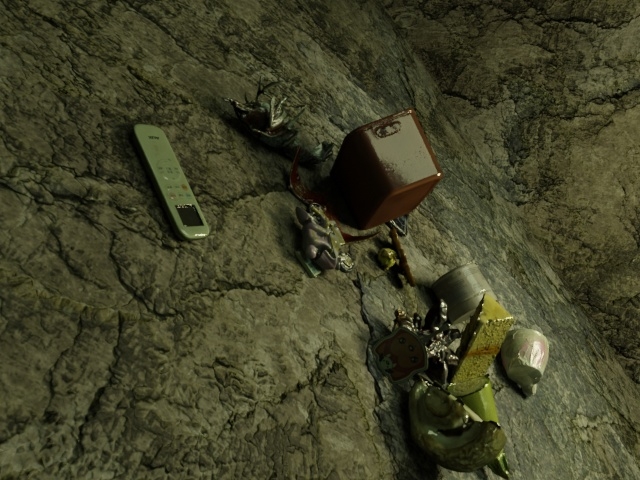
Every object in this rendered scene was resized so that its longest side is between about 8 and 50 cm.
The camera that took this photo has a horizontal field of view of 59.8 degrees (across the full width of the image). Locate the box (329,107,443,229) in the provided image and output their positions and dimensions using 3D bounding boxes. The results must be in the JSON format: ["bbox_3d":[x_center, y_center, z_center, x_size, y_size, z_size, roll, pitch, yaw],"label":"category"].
[{"bbox_3d":[0.200,-0.207,1.739,0.239,0.339,0.229,-21,76,-15],"label":"box"}]

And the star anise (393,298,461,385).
[{"bbox_3d":[0.311,0.294,1.550,0.283,0.129,0.212,47,51,-35],"label":"star anise"}]

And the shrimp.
[{"bbox_3d":[-0.114,-0.343,1.680,0.410,0.166,0.221,42,-4,-42],"label":"shrimp"}]

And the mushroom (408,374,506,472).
[{"bbox_3d":[0.322,0.477,1.406,0.267,0.164,0.189,31,-10,34],"label":"mushroom"}]

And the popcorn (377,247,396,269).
[{"bbox_3d":[0.218,0.056,1.789,0.083,0.059,0.068,42,16,-47],"label":"popcorn"}]

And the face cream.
[{"bbox_3d":[0.489,0.181,1.900,0.177,0.177,0.153,2,56,-52],"label":"face cream"}]

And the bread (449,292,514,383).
[{"bbox_3d":[0.479,0.306,1.690,0.142,0.266,0.178,17,32,-3],"label":"bread"}]

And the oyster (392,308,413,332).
[{"bbox_3d":[0.235,0.267,1.594,0.103,0.051,0.148,-3,93,-42],"label":"oyster"}]

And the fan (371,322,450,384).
[{"bbox_3d":[0.245,0.278,1.458,0.132,0.220,0.009,59,8,16],"label":"fan"}]

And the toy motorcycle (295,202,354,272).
[{"bbox_3d":[0.000,0.000,1.514,0.152,0.073,0.225,-17,74,-50],"label":"toy motorcycle"}]

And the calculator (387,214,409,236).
[{"bbox_3d":[0.222,-0.137,2.017,0.274,0.028,0.165,40,33,-18],"label":"calculator"}]

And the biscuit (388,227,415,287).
[{"bbox_3d":[0.266,0.063,1.826,0.138,0.031,0.205,65,5,-59],"label":"biscuit"}]

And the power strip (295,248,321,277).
[{"bbox_3d":[-0.033,0.060,1.496,0.090,0.016,0.040,55,32,5],"label":"power strip"}]

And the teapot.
[{"bbox_3d":[0.726,0.444,2.009,0.163,0.221,0.178,13,44,10],"label":"teapot"}]

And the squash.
[{"bbox_3d":[0.447,0.528,1.571,0.137,0.137,0.287,17,55,-44],"label":"squash"}]

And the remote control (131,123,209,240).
[{"bbox_3d":[-0.345,-0.132,1.265,0.090,0.038,0.309,-5,63,-54],"label":"remote control"}]

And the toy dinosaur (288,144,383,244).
[{"bbox_3d":[0.022,-0.125,1.664,0.206,0.113,0.327,-5,61,-51],"label":"toy dinosaur"}]
